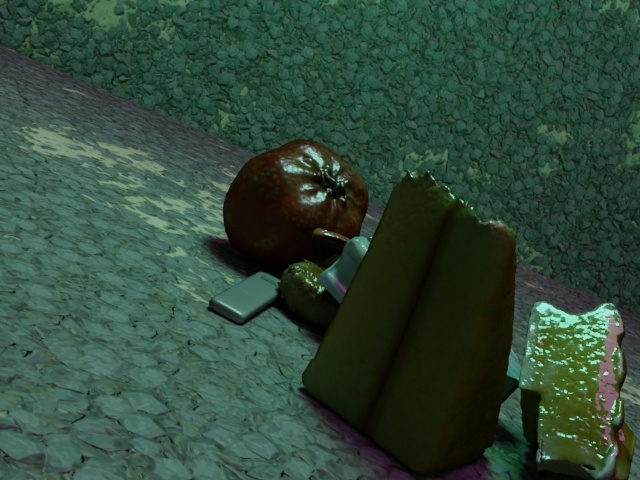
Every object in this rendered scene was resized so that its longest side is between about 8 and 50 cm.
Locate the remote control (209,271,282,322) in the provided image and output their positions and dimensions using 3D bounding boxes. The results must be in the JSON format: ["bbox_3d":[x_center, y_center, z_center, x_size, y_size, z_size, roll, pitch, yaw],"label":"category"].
[{"bbox_3d":[-0.121,0.098,1.416,0.067,0.029,0.261,28,14,9],"label":"remote control"}]

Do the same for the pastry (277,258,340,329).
[{"bbox_3d":[-0.006,0.098,1.479,0.153,0.081,0.153,26,16,-8],"label":"pastry"}]

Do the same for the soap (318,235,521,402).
[{"bbox_3d":[0.181,0.144,1.382,0.347,0.115,0.208,47,24,21],"label":"soap"}]

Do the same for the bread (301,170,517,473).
[{"bbox_3d":[0.170,0.104,1.130,0.233,0.362,0.244,31,16,33],"label":"bread"}]

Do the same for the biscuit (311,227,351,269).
[{"bbox_3d":[0.070,0.074,1.572,0.280,0.183,0.043,48,31,-36],"label":"biscuit"}]

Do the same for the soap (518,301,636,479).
[{"bbox_3d":[0.398,0.311,1.262,0.169,0.339,0.304,2,47,20],"label":"soap"}]

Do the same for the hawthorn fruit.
[{"bbox_3d":[-0.072,-0.053,1.683,0.287,0.287,0.330,20,-34,-34],"label":"hawthorn fruit"}]
